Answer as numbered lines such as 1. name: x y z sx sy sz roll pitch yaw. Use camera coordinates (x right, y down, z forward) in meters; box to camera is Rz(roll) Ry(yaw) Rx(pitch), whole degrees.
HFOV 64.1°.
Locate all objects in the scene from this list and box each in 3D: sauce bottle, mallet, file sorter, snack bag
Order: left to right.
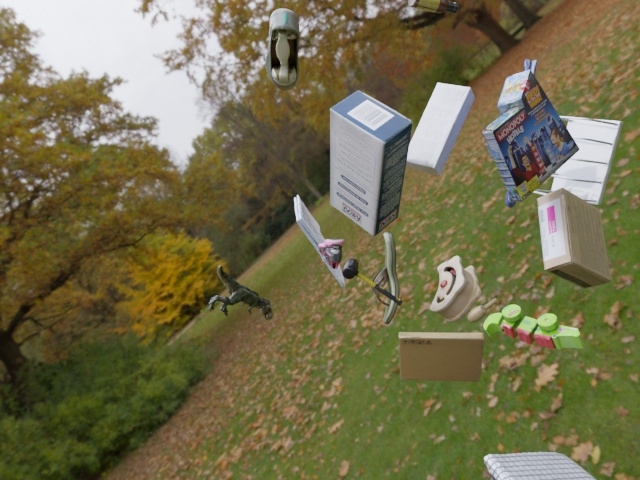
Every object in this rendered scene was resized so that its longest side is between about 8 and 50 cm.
1. snack bag: 0.000 0.000 2.018 0.037 0.342 0.323 -32 19 6
2. mallet: 0.143 0.113 1.397 0.039 0.190 0.062 -53 12 29
3. sauce bottle: 0.280 -0.583 1.258 0.128 0.042 0.042 2 -16 -25
4. file sorter: 0.845 -0.279 1.727 0.173 0.277 0.193 1 15 -28

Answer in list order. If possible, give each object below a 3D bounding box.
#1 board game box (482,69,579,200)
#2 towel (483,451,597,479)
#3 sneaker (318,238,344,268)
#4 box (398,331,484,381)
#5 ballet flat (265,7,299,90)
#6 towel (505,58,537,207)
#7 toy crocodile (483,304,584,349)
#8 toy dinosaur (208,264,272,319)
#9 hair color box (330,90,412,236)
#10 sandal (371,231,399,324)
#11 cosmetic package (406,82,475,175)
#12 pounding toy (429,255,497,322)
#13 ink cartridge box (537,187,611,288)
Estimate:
1. board game box: 0.378 -0.204 0.961 0.194 0.194 0.060 -37 17 -23
2. towel: 0.551 0.625 1.209 0.235 0.284 0.121 -139 57 -66
3. sneaker: 0.023 0.030 1.027 0.047 0.057 0.119 -5 -7 -5
4. box: 0.296 0.291 1.267 0.201 0.164 0.021 -1 37 9
5. ballet flat: -0.078 -0.369 1.047 0.213 0.072 0.068 97 172 -62
6. towel: 0.517 -0.265 1.337 0.336 0.040 0.243 59 -136 -58
7. toy crocodile: 0.722 0.309 1.750 0.341 0.115 0.105 10 48 49
8. toy dinosaur: -0.240 0.157 1.404 0.118 0.268 0.064 -34 47 8
9. hair color box: 0.119 -0.186 1.307 0.105 0.174 0.347 -38 -28 -24
10. sandal: 0.208 0.124 1.689 0.086 0.302 0.120 -2 -9 0
11. cosmetic package: 0.317 -0.298 1.368 0.060 0.099 0.239 32 -98 -54
12. pounding toy: 0.455 0.188 1.642 0.154 0.155 0.269 -48 17 29
13. ink cartridge box: 0.714 -0.004 1.444 0.088 0.193 0.234 -29 47 51
